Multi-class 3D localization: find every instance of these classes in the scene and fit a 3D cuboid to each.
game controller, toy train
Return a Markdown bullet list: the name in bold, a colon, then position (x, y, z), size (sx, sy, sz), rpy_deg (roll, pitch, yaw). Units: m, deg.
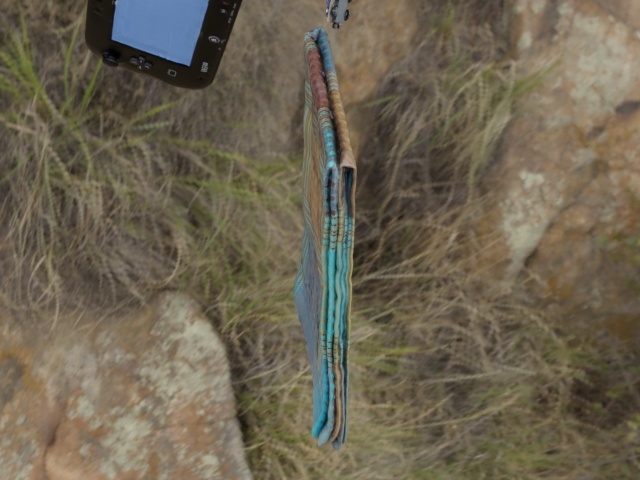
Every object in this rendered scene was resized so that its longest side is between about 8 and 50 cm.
- **game controller**: position (-0.182, -0.264, 1.219), size (0.166, 0.319, 0.067), rpy_deg (26, 69, -6)
- **toy train**: position (0.030, -0.338, 1.299), size (0.027, 0.036, 0.158), rpy_deg (4, 102, -33)

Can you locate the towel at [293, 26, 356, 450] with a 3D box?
- **towel**: position (0.000, 0.000, 1.133), size (0.040, 0.370, 0.271), rpy_deg (-3, 38, -5)
